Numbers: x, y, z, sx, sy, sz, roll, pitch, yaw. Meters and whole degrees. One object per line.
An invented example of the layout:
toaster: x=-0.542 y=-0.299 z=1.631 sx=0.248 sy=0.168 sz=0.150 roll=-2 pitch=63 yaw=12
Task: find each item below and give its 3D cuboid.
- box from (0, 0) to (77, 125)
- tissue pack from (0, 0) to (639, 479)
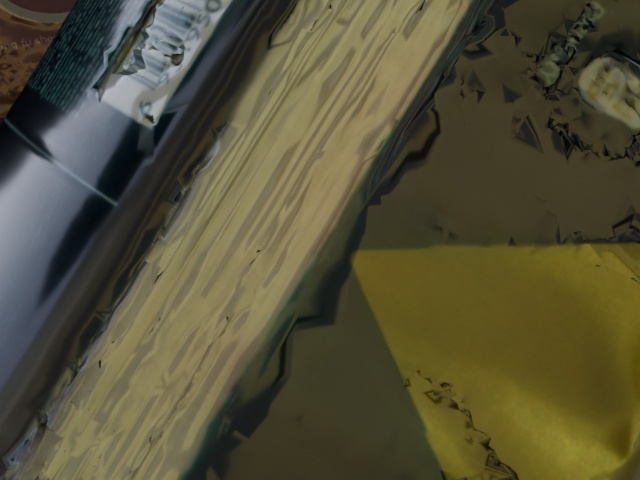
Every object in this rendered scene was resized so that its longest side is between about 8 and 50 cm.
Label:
box: x=-0.143 y=-0.105 z=1.009 sx=0.294 sy=0.193 sz=0.167 roll=-10 pitch=-106 yaw=-13
tissue pack: x=0.000 y=0.000 z=0.766 sx=0.253 sy=0.264 sz=0.416 roll=33 pitch=-93 yaw=-21
